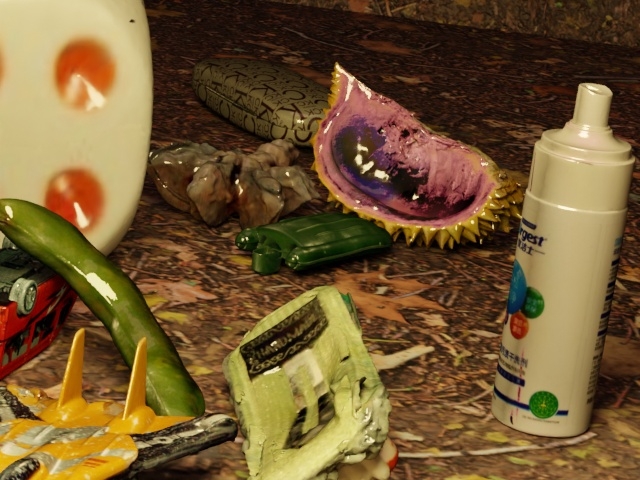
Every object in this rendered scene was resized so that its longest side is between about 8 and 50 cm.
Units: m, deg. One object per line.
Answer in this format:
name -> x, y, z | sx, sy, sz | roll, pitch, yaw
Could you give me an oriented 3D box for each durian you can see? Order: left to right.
durian -> 0.121, -0.068, 2.086 | 0.260, 0.153, 0.186 | 36, 13, 35

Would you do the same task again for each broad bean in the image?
broad bean -> -0.185, 0.061, 1.480 | 0.292, 0.049, 0.144 | 46, 16, 8

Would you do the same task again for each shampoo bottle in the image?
shampoo bottle -> 0.213, 0.015, 1.533 | 0.092, 0.303, 0.092 | 7, 18, -2

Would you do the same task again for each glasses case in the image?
glasses case -> -0.070, -0.199, 2.534 | 0.137, 0.085, 0.355 | -3, 19, -28

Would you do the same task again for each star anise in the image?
star anise -> -0.097, -0.071, 2.072 | 0.229, 0.093, 0.236 | 20, 22, 35

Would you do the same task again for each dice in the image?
dice -> -0.337, -0.145, 1.840 | 0.277, 0.304, 0.304 | 1, 17, -24

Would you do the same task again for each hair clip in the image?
hair clip -> 0.000, 0.137, 1.412 | 0.091, 0.138, 0.321 | 50, 6, -16

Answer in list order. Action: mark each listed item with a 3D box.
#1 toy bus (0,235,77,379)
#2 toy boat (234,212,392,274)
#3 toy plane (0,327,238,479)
toy bus -> -0.270, 0.054, 1.570 | 0.081, 0.089, 0.195 | 12, 18, 13
toy boat -> 0.000, 0.000, 1.948 | 0.104, 0.052, 0.210 | 17, 17, 37
toy plane -> -0.187, 0.169, 1.219 | 0.204, 0.103, 0.316 | 8, 23, 9
